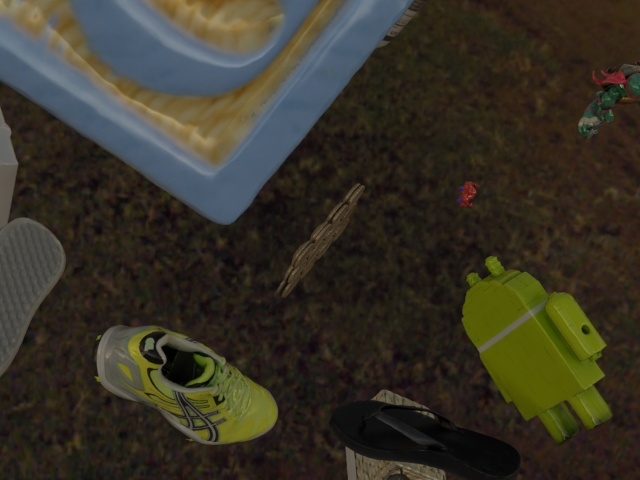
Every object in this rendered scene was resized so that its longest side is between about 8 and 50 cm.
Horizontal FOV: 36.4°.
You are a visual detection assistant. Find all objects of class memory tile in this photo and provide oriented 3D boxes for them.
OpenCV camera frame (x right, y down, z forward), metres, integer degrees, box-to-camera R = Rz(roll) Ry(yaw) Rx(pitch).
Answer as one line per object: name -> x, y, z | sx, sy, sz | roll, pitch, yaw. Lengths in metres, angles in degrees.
memory tile -> 0.000, 0.000, 1.190 | 0.012, 0.113, 0.148 | 36, 57, 8

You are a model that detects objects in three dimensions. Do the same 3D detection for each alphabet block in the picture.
alphabet block -> -0.088, -0.161, 0.526 | 0.192, 0.193, 0.197 | 37, 6, -34

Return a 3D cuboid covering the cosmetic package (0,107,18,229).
cosmetic package -> -0.644, -0.049, 1.707 | 0.155, 0.365, 0.197 | -1, 39, -29

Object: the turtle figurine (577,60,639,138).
turtle figurine -> 0.497, -0.227, 1.550 | 0.175, 0.118, 0.234 | -2, 8, 10

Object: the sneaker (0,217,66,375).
sneaker -> -0.394, 0.097, 1.059 | 0.126, 0.127, 0.321 | 50, 25, -12

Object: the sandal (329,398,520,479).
sandal -> 0.138, 0.252, 1.281 | 0.254, 0.054, 0.097 | 12, 32, 13

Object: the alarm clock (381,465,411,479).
alarm clock -> 0.087, 0.357, 1.255 | 0.129, 0.192, 0.064 | -28, 48, -30

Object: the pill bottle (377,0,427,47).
pill bottle -> 0.068, -0.345, 1.227 | 0.162, 0.278, 0.162 | 36, 26, -20

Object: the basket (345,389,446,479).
basket -> 0.112, 0.321, 1.467 | 0.113, 0.103, 0.167 | 26, 29, -20

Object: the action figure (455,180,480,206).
action figure -> 0.229, -0.072, 1.508 | 0.030, 0.038, 0.115 | 15, 0, 5

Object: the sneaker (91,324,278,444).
sneaker -> -0.200, 0.254, 1.634 | 0.385, 0.147, 0.145 | 31, 61, -41

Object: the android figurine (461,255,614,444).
android figurine -> 0.295, 0.150, 1.364 | 0.056, 0.248, 0.273 | -25, 74, -26
